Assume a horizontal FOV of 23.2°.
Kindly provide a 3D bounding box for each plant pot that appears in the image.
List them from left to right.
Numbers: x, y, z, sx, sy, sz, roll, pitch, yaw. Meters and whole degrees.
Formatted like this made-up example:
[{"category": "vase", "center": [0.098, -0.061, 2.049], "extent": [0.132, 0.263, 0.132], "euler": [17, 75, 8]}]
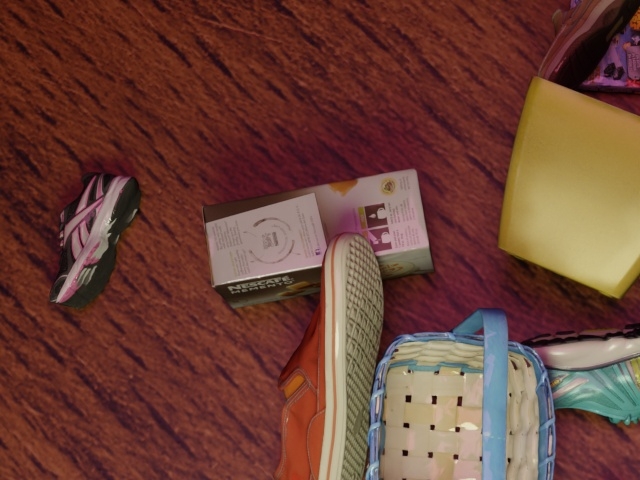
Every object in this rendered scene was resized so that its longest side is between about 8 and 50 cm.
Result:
[{"category": "plant pot", "center": [0.304, -0.046, 1.737], "extent": [0.212, 0.212, 0.187], "euler": [23, 91, 11]}]

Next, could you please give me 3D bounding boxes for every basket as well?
[{"category": "basket", "center": [0.150, 0.205, 1.631], "extent": [0.201, 0.289, 0.255], "euler": [4, 83, -3]}]

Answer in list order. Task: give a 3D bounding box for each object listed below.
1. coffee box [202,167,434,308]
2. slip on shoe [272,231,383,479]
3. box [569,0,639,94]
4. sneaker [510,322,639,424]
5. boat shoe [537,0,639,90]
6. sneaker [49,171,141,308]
[{"category": "coffee box", "center": [0.000, 0.000, 1.786], "extent": [0.246, 0.141, 0.098], "euler": [-10, 75, 4]}, {"category": "slip on shoe", "center": [0.002, 0.146, 1.709], "extent": [0.101, 0.123, 0.331], "euler": [15, 115, 20]}, {"category": "box", "center": [0.343, -0.244, 1.861], "extent": [0.094, 0.027, 0.137], "euler": [4, 77, 8]}, {"category": "sneaker", "center": [0.351, 0.151, 1.745], "extent": [0.275, 0.107, 0.110], "euler": [-7, 95, 10]}, {"category": "boat shoe", "center": [0.299, -0.244, 1.815], "extent": [0.072, 0.068, 0.190], "euler": [27, 60, 29]}, {"category": "sneaker", "center": [-0.284, -0.002, 1.866], "extent": [0.077, 0.072, 0.178], "euler": [18, 71, 23]}]
